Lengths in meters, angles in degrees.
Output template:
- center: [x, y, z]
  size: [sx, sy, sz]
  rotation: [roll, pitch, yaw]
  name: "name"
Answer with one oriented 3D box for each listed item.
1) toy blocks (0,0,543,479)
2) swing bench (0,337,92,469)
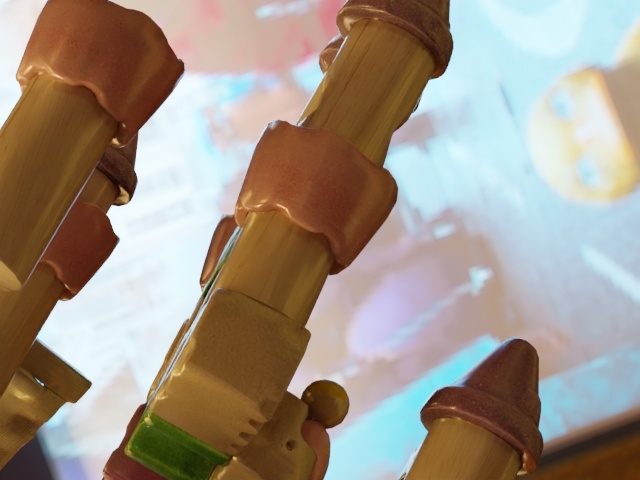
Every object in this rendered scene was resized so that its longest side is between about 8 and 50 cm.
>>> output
- center: [0.000, 0.000, 0.953]
  size: [0.309, 0.260, 0.288]
  rotation: [29, 157, -2]
  name: "toy blocks"
- center: [-0.323, 0.090, 1.309]
  size: [0.165, 0.253, 0.254]
  rotation: [45, 179, -35]
  name: "swing bench"
